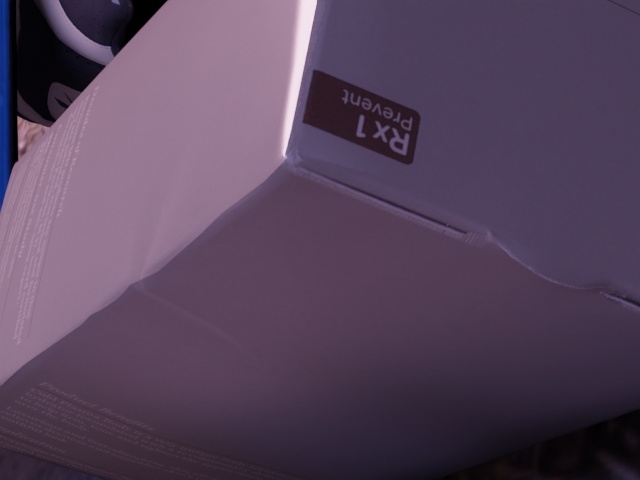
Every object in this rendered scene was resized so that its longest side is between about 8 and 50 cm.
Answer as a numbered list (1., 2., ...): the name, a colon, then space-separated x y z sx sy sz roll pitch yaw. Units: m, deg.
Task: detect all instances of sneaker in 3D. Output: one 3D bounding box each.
1. sneaker: -0.049 -0.150 0.681 0.153 0.094 0.235 18 79 50

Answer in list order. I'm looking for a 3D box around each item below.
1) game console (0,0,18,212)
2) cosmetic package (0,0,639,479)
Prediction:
1. game console: -0.195 0.009 0.718 0.173 0.250 0.293 -6 50 -3
2. cosmetic package: 0.000 0.000 0.449 0.238 0.127 0.107 -34 40 53
